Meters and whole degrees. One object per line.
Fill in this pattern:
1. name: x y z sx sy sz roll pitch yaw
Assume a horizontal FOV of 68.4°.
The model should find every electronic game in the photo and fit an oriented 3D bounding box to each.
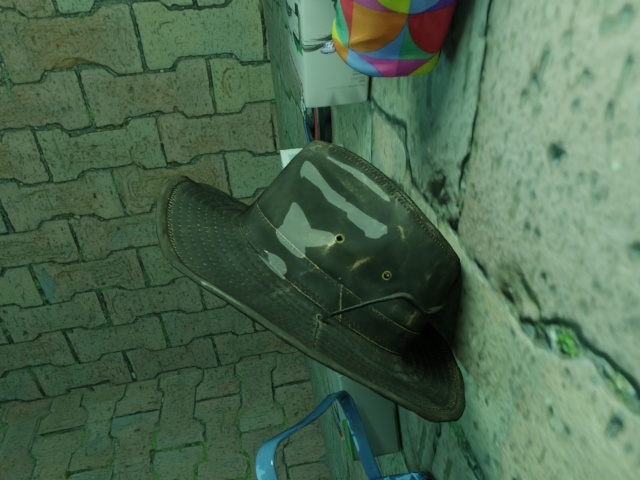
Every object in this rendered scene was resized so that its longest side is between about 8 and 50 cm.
1. electronic game: -0.019 -0.288 1.020 0.229 0.048 0.229 171 90 -83

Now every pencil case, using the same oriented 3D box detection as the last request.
1. pencil case: 0.057 -0.224 0.316 0.236 0.104 0.104 97 162 -60

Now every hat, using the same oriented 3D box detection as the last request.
1. hat: 0.029 -0.002 0.430 0.134 0.331 0.331 -55 22 14

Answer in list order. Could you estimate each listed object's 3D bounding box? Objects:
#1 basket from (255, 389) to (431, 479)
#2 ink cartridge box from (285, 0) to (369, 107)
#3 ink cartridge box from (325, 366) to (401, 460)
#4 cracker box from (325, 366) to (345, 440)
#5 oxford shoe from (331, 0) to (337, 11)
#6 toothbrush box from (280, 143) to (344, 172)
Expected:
1. basket: 0.035 0.357 0.591 0.254 0.201 0.289 3 -113 -64
2. ink cartridge box: 0.006 -0.309 0.615 0.219 0.092 0.160 89 170 -46
3. ink cartridge box: 0.068 0.272 0.870 0.212 0.093 0.154 -131 31 -80
4. cracker box: 0.055 0.350 1.166 0.156 0.067 0.232 148 113 -83
5. oxford shoe: 0.022 -0.308 0.422 0.227 0.083 0.096 53 165 -19
6. toothbrush box: 0.000 0.000 0.905 0.296 0.126 0.216 96 164 -52
